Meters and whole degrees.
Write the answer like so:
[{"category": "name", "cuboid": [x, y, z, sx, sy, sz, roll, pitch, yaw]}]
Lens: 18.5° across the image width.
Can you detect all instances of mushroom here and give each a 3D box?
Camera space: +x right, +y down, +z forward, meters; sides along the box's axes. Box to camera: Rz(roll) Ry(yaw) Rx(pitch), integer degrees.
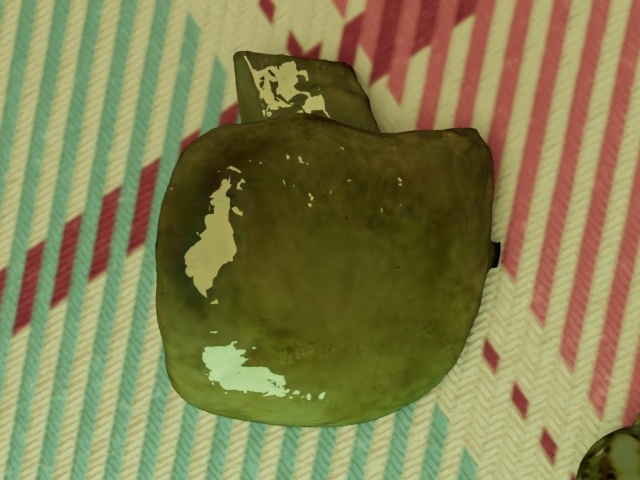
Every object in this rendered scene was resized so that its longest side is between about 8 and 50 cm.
[{"category": "mushroom", "cuboid": [0.006, 0.007, 1.483, 0.217, 0.212, 0.292, 11, 89, 23]}]

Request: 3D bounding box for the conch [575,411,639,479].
[{"category": "conch", "cuboid": [0.275, 0.179, 1.450, 0.181, 0.124, 0.187, 3, 64, 28]}]
